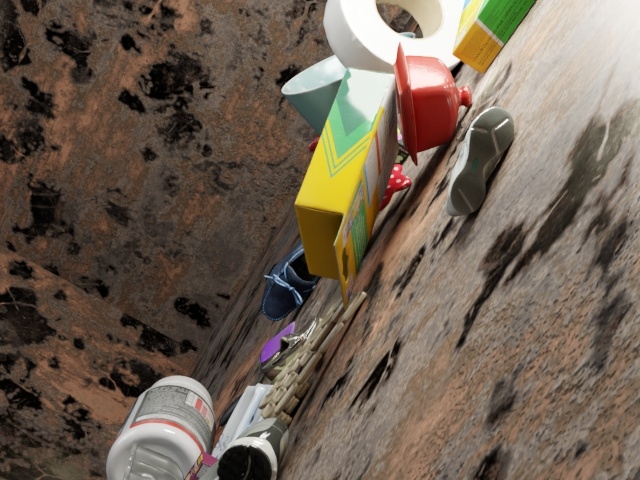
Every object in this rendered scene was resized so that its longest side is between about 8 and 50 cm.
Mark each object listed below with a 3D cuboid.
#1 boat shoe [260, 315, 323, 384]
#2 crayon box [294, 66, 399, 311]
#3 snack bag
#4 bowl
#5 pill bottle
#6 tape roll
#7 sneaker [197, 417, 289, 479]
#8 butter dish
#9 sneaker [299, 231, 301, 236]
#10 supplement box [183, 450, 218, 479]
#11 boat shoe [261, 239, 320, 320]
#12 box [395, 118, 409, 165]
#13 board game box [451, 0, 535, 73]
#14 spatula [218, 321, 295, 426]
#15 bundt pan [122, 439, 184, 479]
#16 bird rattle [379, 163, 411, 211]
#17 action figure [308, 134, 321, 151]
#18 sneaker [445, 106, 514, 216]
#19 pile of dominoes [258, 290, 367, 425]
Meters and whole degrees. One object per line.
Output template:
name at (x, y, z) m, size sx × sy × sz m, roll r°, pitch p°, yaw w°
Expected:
boat shoe at (-0.049, 0.185, 1.782) m, size 0.152 × 0.049 × 0.056 m, roll -54°, pitch 10°, yaw -32°
crayon box at (0.040, -0.081, 1.581) m, size 0.203 × 0.083 × 0.323 m, roll 80°, pitch -155°, yaw -57°
snack bag at (-0.173, 0.408, 1.893) m, size 0.323 × 0.037 × 0.342 m, roll -61°, pitch 7°, yaw -12°
bowl at (0.087, -0.314, 2.201) m, size 0.312 × 0.163 × 0.311 m, roll -20°, pitch 19°, yaw 7°
pill bottle at (-0.345, 0.446, 2.289) m, size 0.210 × 0.210 × 0.363 m, roll -59°, pitch 6°, yaw 12°
tape roll at (0.155, -0.425, 1.954) m, size 0.286 × 0.286 × 0.100 m, roll -64°, pitch 6°, yaw -28°
sneaker at (-0.123, 0.361, 1.518) m, size 0.271 × 0.100 × 0.108 m, roll -51°, pitch -3°, yaw 38°
butter dish at (0.182, -0.224, 1.618) m, size 0.160 × 0.118 × 0.160 m, roll -93°, pitch -5°, yaw -52°
sneaker at (0.000, 0.000, 2.392) m, size 0.042 × 0.067 × 0.118 m, roll -63°, pitch -24°, yaw -1°
supplement box at (-0.214, 0.427, 1.804) m, size 0.083 × 0.043 × 0.055 m, roll -58°, pitch 12°, yaw 5°
boat shoe at (-0.052, 0.066, 2.172) m, size 0.258 × 0.109 × 0.089 m, roll -61°, pitch 9°, yaw 15°
box at (0.147, -0.185, 1.967) m, size 0.083 × 0.052 × 0.062 m, roll -50°, pitch 13°, yaw 53°
board game box at (0.325, -0.450, 1.711) m, size 0.242 × 0.064 × 0.316 m, roll -56°, pitch 8°, yaw 33°
spatula at (-0.142, 0.295, 2.175) m, size 0.296 × 0.030 × 0.084 m, roll -57°, pitch 9°, yaw 22°
bundt pan at (-0.347, 0.562, 1.966) m, size 0.331 × 0.124 × 0.330 m, roll -166°, pitch 90°, yaw -82°
bird rattle at (0.075, -0.050, 1.838) m, size 0.207 × 0.143 × 0.253 m, roll -72°, pitch 19°, yaw 1°
action figure at (0.039, -0.144, 2.240) m, size 0.139 × 0.091 × 0.280 m, roll -57°, pitch 26°, yaw -2°
sneaker at (0.188, -0.097, 1.247) m, size 0.152 × 0.054 × 0.061 m, roll -62°, pitch 4°, yaw -15°
pile of dominoes at (-0.007, 0.194, 1.650) m, size 0.251 × 0.040 × 0.196 m, roll -53°, pitch 5°, yaw -8°
